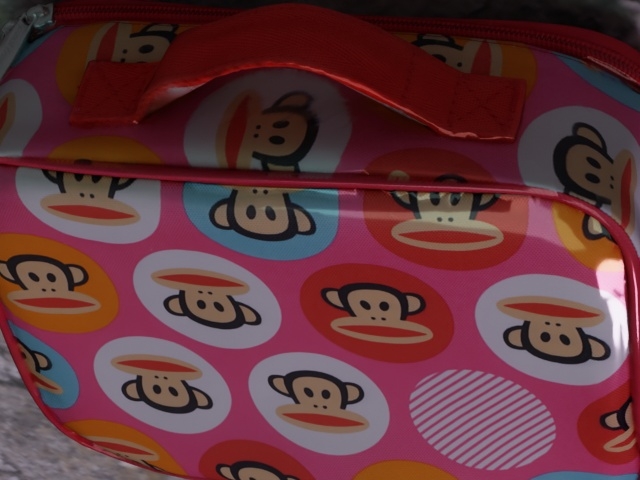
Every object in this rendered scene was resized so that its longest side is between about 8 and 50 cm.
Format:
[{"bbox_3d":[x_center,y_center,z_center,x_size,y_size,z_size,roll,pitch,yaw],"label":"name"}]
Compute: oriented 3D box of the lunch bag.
[{"bbox_3d":[0.000,0.000,0.800,0.293,0.120,0.258,6,143,16],"label":"lunch bag"}]
